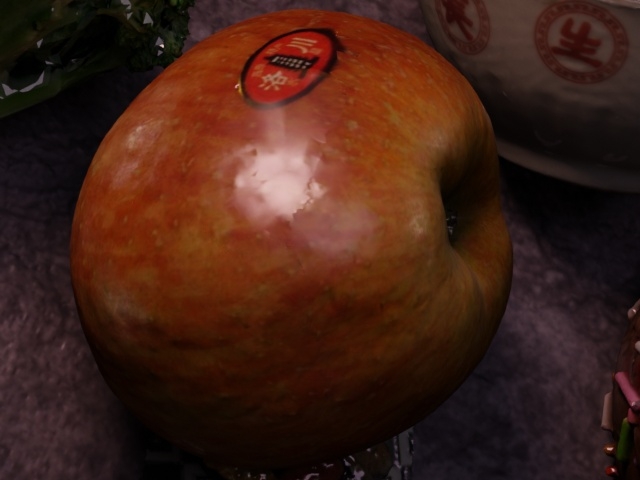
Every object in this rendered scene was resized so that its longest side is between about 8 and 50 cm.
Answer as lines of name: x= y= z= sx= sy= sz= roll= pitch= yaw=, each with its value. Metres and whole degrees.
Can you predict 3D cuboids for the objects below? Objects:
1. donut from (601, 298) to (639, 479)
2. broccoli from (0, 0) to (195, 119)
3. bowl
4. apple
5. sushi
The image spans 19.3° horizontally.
donut: x=0.330 y=0.117 z=1.370 sx=0.259 sy=0.136 sz=0.345 roll=38 pitch=59 yaw=-4
broccoli: x=-0.213 y=-0.173 z=1.204 sx=0.269 sy=0.261 sz=0.241 roll=34 pitch=81 yaw=-52
bowl: x=0.205 y=-0.130 z=1.364 sx=0.337 sy=0.337 sz=0.157 roll=5 pitch=109 yaw=-22
apple: x=0.000 y=0.000 z=1.173 sx=0.277 sy=0.250 sz=0.309 roll=47 pitch=62 yaw=-33
sushi: x=-0.024 y=0.161 z=1.252 sx=0.201 sy=0.031 sz=0.139 roll=11 pitch=67 yaw=-20
